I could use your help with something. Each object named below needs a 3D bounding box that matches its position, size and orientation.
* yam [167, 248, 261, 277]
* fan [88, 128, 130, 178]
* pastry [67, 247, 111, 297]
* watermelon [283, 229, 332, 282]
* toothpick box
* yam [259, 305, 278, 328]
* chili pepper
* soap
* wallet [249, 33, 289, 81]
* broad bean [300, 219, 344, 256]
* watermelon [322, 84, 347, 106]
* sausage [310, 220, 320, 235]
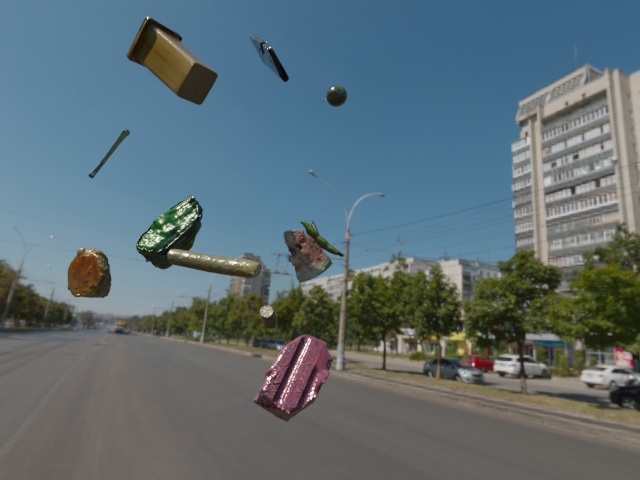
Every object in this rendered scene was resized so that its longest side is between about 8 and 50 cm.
[{"bbox_3d":[-0.421,0.092,1.659,0.370,0.083,0.083,9,-14,8],"label":"yam"},{"bbox_3d":[-0.674,-0.278,1.331,0.016,0.193,0.038,34,-9,-4],"label":"fan"},{"bbox_3d":[-0.941,0.146,1.707,0.228,0.219,0.100,-38,-19,16],"label":"pastry"},{"bbox_3d":[-0.069,0.051,1.770,0.154,0.241,0.094,-29,6,27],"label":"watermelon"},{"bbox_3d":[-0.579,-0.701,1.668,0.308,0.188,0.190,43,16,17],"label":"toothpick box"},{"bbox_3d":[-0.278,0.413,2.245,0.084,0.084,0.127,3,-37,7],"label":"yam"},{"bbox_3d":[-0.648,-0.036,1.891,0.212,0.385,0.168,22,-31,20],"label":"chili pepper"},{"bbox_3d":[-0.089,0.510,1.594,0.220,0.325,0.127,30,-36,1],"label":"soap"},{"bbox_3d":[-0.242,-0.850,1.936,0.045,0.318,0.172,-35,-47,1],"label":"wallet"},{"bbox_3d":[-0.001,0.001,2.109,0.043,0.297,0.060,-27,-27,-52],"label":"broad bean"},{"bbox_3d":[0.069,-0.718,2.089,0.132,0.105,0.105,-24,-14,-5],"label":"watermelon"},{"bbox_3d":[-0.022,-0.044,2.275,0.025,0.199,0.029,-1,-46,-23],"label":"sausage"}]
